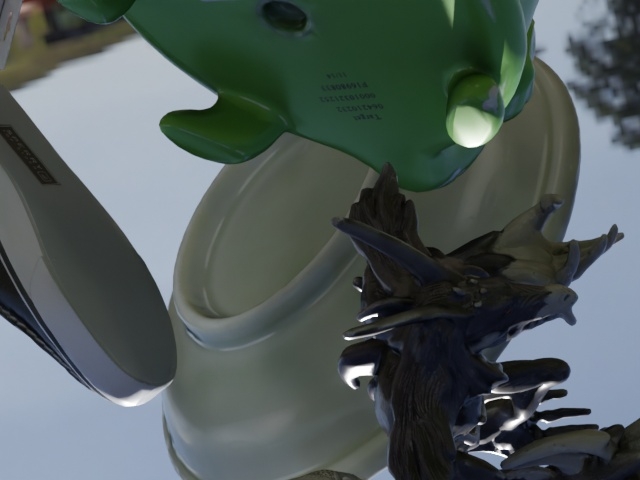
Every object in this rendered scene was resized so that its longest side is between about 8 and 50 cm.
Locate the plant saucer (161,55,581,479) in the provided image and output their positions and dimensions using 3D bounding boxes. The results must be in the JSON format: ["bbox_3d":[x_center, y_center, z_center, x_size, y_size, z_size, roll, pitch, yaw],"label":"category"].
[{"bbox_3d":[0.000,0.000,1.248,0.400,0.100,0.400,-36,-147,28],"label":"plant saucer"}]

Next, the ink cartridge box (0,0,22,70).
[{"bbox_3d":[-0.193,-0.128,0.938,0.028,0.048,0.083,3,-155,-39],"label":"ink cartridge box"}]

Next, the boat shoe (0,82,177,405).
[{"bbox_3d":[-0.213,0.001,1.151,0.105,0.306,0.113,-45,165,21],"label":"boat shoe"}]

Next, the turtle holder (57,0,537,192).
[{"bbox_3d":[0.033,-0.165,0.935,0.243,0.320,0.227,-26,-142,55],"label":"turtle holder"}]

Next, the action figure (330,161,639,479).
[{"bbox_3d":[0.088,0.059,0.763,0.141,0.164,0.275,-18,151,7],"label":"action figure"}]

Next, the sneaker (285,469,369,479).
[{"bbox_3d":[-0.089,0.204,1.034,0.281,0.105,0.115,-29,149,-1],"label":"sneaker"}]
